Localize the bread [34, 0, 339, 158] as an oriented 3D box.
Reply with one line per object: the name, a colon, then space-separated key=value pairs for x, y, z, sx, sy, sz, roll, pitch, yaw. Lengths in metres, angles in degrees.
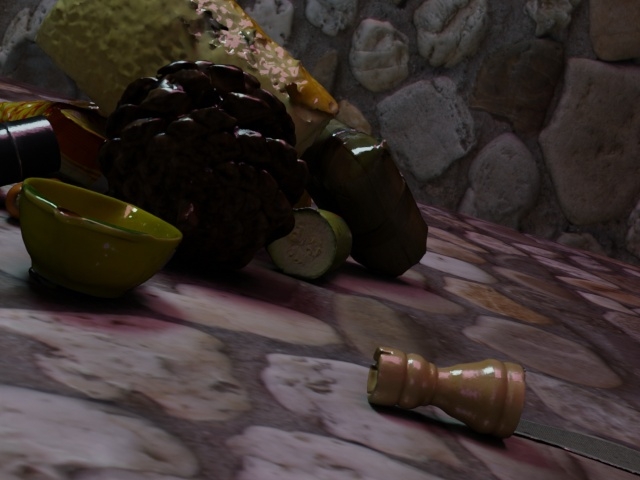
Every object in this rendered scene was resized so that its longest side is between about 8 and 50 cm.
bread: x=-0.172 y=-0.223 z=1.456 sx=0.375 sy=0.236 sz=0.165 roll=46 pitch=12 yaw=4

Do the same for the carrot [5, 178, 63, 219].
carrot: x=-0.330 y=-0.053 z=1.277 sx=0.043 sy=0.043 sz=0.248 roll=16 pitch=5 yaw=-5

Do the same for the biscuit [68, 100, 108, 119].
biscuit: x=-0.332 y=-0.168 z=1.695 sx=0.208 sy=0.041 sz=0.290 roll=23 pitch=-20 yaw=-37

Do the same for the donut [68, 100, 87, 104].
donut: x=-0.393 y=-0.199 z=2.039 sx=0.235 sy=0.089 sz=0.235 roll=19 pitch=8 yaw=-3

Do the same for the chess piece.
chess piece: x=0.101 y=0.122 z=0.892 sx=0.122 sy=0.066 sz=0.066 roll=11 pitch=8 yaw=-3

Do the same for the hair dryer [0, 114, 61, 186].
hair dryer: x=-0.400 y=-0.095 z=1.305 sx=0.124 sy=0.071 sz=0.219 roll=-17 pitch=6 yaw=-26

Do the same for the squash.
squash: x=0.000 y=0.000 z=1.442 sx=0.095 sy=0.095 sz=0.188 roll=19 pitch=7 yaw=13

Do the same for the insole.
insole: x=0.222 y=0.177 z=0.956 sx=0.232 sy=0.003 sz=0.080 roll=17 pitch=7 yaw=-1

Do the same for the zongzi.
zongzi: x=0.033 y=-0.083 z=1.614 sx=0.274 sy=0.125 sz=0.250 roll=39 pitch=-17 yaw=47

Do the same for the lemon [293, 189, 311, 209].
lemon: x=-0.107 y=-0.126 z=1.705 sx=0.256 sy=0.188 sz=0.188 roll=50 pitch=-2 yaw=-16

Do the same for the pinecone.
pinecone: x=-0.140 y=-0.097 z=1.242 sx=0.244 sy=0.243 sz=0.257 roll=12 pitch=27 yaw=-34

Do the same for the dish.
dish: x=-0.208 y=0.005 z=0.973 sx=0.149 sy=0.080 sz=0.208 roll=22 pitch=6 yaw=7

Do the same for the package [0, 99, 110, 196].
package: x=-0.341 y=-0.127 z=1.521 sx=0.223 sy=0.108 sz=0.288 roll=30 pitch=-8 yaw=-30
